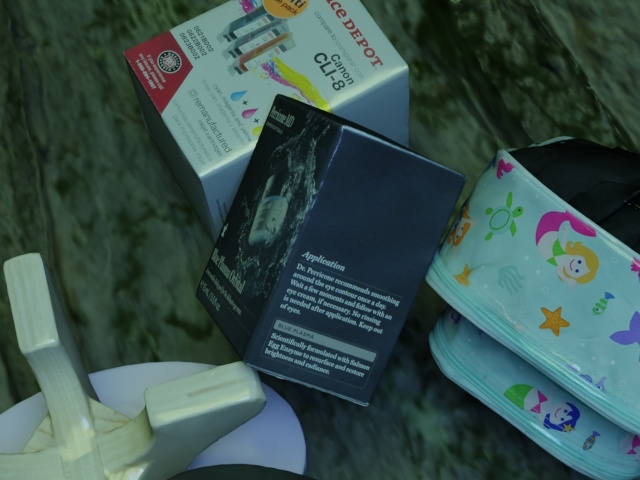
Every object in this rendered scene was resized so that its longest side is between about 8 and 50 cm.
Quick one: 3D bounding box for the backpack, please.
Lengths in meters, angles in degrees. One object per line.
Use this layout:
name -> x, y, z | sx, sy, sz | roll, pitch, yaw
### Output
backpack -> 0.184, 0.039, 0.832 | 0.225, 0.253, 0.191 | 37, 103, 17

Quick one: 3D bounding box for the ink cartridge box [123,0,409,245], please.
ink cartridge box -> -0.036, -0.104, 0.982 | 0.176, 0.127, 0.128 | -28, 66, -11

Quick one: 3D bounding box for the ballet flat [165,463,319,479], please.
ballet flat -> 0.026, 0.204, 0.766 | 0.280, 0.096, 0.095 | 28, 75, -30

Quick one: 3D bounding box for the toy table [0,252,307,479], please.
toy table -> -0.150, 0.148, 0.852 | 0.274, 0.161, 0.252 | -27, 66, -8

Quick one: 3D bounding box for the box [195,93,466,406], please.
box -> 0.000, 0.000, 0.842 | 0.093, 0.156, 0.158 | 21, 96, -21
